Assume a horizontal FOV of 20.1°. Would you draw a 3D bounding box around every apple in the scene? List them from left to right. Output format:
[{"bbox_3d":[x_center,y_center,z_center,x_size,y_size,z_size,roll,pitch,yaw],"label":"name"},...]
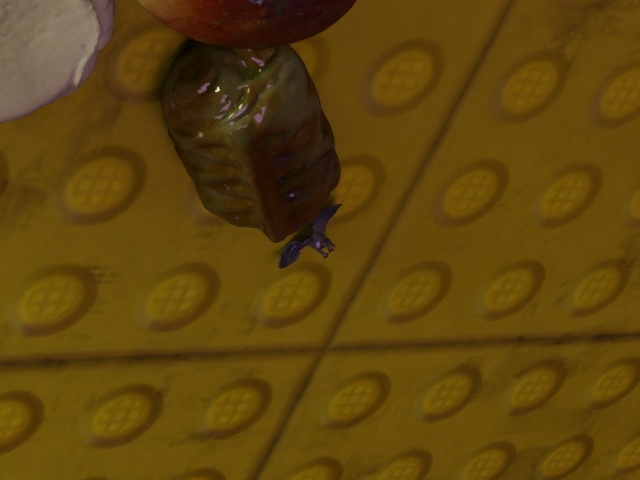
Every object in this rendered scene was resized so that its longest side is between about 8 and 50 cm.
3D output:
[{"bbox_3d":[-0.043,-0.238,1.259,0.188,0.174,0.207,10,81,-21],"label":"apple"}]

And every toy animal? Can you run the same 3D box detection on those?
[{"bbox_3d":[0.000,0.001,1.663,0.084,0.028,0.050,-44,133,13],"label":"toy animal"}]

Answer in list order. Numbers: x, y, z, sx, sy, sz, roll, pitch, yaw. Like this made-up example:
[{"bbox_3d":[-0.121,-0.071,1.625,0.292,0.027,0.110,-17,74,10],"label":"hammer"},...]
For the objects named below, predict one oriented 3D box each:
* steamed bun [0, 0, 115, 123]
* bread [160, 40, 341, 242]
[{"bbox_3d":[-0.235,-0.166,1.250,0.182,0.106,0.183,-18,136,-18],"label":"steamed bun"},{"bbox_3d":[-0.053,-0.079,1.501,0.128,0.088,0.232,-25,147,-1],"label":"bread"}]
